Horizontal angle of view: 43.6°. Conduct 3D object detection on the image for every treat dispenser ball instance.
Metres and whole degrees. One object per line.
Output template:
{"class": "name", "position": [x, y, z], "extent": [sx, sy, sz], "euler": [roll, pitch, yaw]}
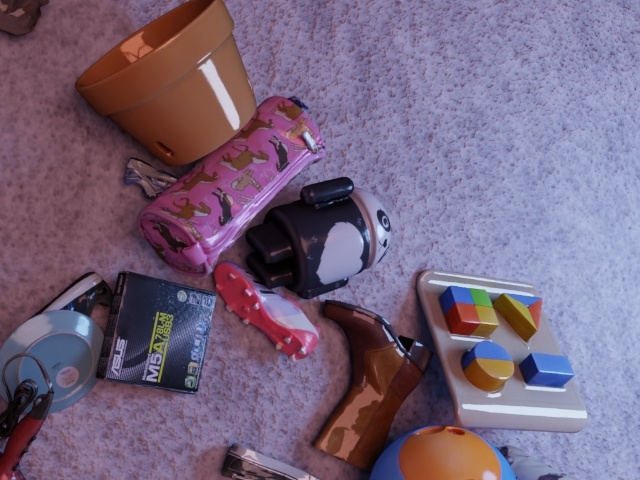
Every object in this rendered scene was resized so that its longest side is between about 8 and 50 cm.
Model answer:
{"class": "treat dispenser ball", "position": [0.228, 0.491, 1.492], "extent": [0.288, 0.288, 0.288], "euler": [3, 82, -24]}

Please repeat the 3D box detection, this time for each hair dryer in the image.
{"class": "hair dryer", "position": [-0.485, 0.332, 1.232], "extent": [0.080, 0.224, 0.293], "euler": [-21, 95, -57]}

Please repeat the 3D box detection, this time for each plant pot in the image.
{"class": "plant pot", "position": [-0.246, -0.268, 1.395], "extent": [0.291, 0.291, 0.203], "euler": [-46, 119, -22]}

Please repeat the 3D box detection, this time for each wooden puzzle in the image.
{"class": "wooden puzzle", "position": [0.381, 0.213, 1.639], "extent": [0.322, 0.080, 0.348], "euler": [9, 50, -24]}

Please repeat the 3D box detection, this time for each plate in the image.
{"class": "plate", "position": [-0.439, 0.206, 1.323], "extent": [0.188, 0.024, 0.188], "euler": [-15, 115, -34]}

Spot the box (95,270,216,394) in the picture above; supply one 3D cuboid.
{"class": "box", "position": [-0.286, 0.165, 1.411], "extent": [0.184, 0.045, 0.190], "euler": [20, 75, -39]}

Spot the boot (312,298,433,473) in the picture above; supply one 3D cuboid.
{"class": "boot", "position": [0.059, 0.282, 1.572], "extent": [0.264, 0.096, 0.280], "euler": [36, 78, -24]}

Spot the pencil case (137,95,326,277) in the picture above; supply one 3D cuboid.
{"class": "pencil case", "position": [-0.151, -0.100, 1.429], "extent": [0.160, 0.167, 0.386], "euler": [47, 57, -7]}

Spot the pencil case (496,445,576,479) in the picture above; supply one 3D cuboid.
{"class": "pencil case", "position": [0.471, 0.529, 1.534], "extent": [0.183, 0.410, 0.160], "euler": [17, 87, -26]}

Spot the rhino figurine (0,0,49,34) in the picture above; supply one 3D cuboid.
{"class": "rhino figurine", "position": [-0.589, -0.426, 1.353], "extent": [0.243, 0.073, 0.106], "euler": [19, 73, -20]}

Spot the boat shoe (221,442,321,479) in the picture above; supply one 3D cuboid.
{"class": "boat shoe", "position": [-0.078, 0.447, 1.479], "extent": [0.219, 0.078, 0.070], "euler": [26, 73, -11]}

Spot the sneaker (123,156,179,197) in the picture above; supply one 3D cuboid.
{"class": "sneaker", "position": [-0.299, -0.101, 1.462], "extent": [0.135, 0.052, 0.058], "euler": [26, 94, -26]}

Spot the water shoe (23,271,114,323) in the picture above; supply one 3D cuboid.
{"class": "water shoe", "position": [-0.436, 0.140, 1.351], "extent": [0.203, 0.073, 0.080], "euler": [-43, 104, -22]}

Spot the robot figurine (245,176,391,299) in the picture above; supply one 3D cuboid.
{"class": "robot figurine", "position": [0.001, 0.000, 1.512], "extent": [0.278, 0.209, 0.173], "euler": [-17, 78, -25]}

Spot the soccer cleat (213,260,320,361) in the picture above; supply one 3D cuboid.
{"class": "soccer cleat", "position": [-0.100, 0.124, 1.515], "extent": [0.248, 0.083, 0.095], "euler": [45, 39, -8]}
